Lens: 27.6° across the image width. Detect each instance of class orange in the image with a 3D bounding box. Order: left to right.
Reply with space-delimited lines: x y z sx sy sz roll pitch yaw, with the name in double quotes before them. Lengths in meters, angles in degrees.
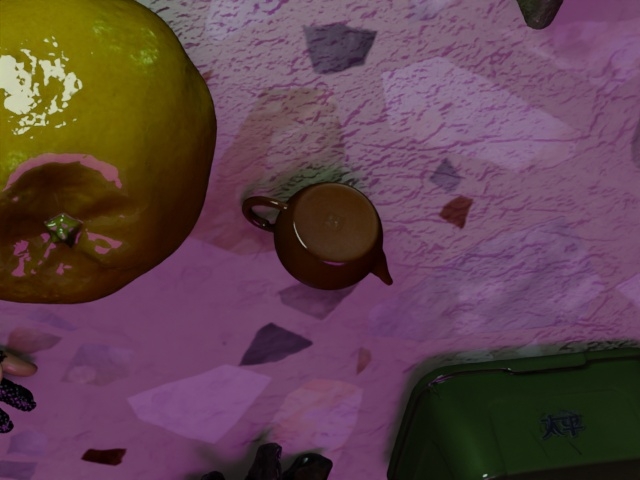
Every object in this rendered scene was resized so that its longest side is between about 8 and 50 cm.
"orange" -0.218 -0.073 1.061 0.279 0.235 0.279 -17 140 -15

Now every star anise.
"star anise" -0.098 0.360 1.642 0.212 0.129 0.282 -2 127 -24

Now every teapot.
"teapot" 0.000 0.000 1.314 0.173 0.116 0.116 24 129 -2

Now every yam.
"yam" 0.208 -0.237 1.168 0.043 0.043 0.094 8 133 -24

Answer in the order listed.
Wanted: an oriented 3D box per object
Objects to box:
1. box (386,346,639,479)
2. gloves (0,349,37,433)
"box" 0.267 0.278 1.623 0.329 0.177 0.252 -3 137 -14
"gloves" -0.388 0.157 1.370 0.181 0.106 0.129 -26 147 -34
